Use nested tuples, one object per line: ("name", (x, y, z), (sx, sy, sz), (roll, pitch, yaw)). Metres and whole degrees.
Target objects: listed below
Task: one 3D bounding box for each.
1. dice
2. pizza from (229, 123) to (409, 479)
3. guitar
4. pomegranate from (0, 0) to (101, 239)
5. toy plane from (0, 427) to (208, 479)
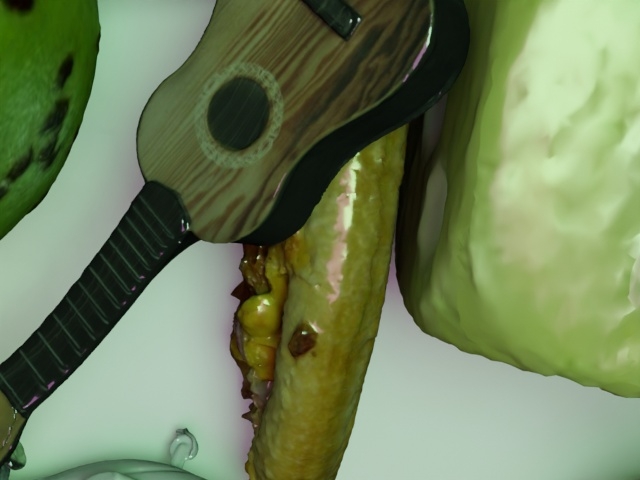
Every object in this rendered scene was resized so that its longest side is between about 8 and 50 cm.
("dice", (0.125, -0.039, 0.440), (0.169, 0.166, 0.169), (10, 98, -6))
("pizza", (-0.003, -0.001, 0.466), (0.058, 0.127, 0.246), (10, 113, -2))
("guitar", (-0.058, 0.002, 0.411), (0.271, 0.038, 0.084), (-49, 62, 13))
("pomegranate", (-0.159, -0.116, 0.409), (0.231, 0.231, 0.286), (47, 64, -8))
("toy plane", (-0.162, 0.158, 0.505), (0.273, 0.107, 0.182), (-24, 143, 18))
